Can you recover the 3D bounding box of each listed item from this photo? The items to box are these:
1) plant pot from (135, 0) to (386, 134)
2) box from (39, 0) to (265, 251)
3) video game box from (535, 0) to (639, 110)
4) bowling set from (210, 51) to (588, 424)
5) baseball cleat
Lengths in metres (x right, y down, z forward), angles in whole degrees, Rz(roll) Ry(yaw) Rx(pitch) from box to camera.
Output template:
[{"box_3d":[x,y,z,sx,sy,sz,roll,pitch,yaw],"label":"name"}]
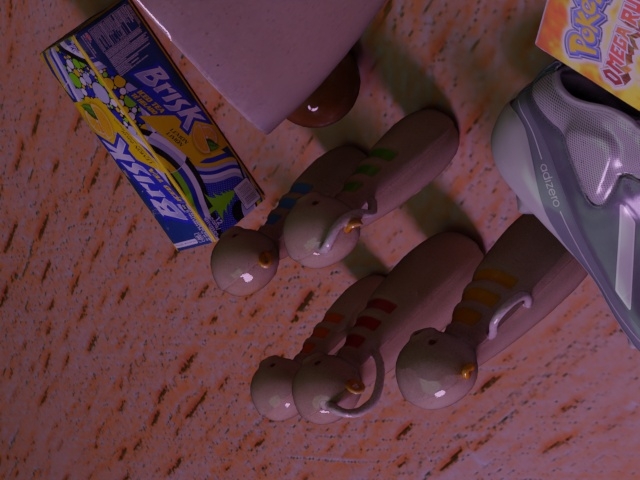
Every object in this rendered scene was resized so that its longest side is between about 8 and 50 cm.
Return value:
[{"box_3d":[-0.039,-0.211,0.630,0.284,0.191,0.284,51,-177,-4],"label":"plant pot"},{"box_3d":[-0.113,-0.077,1.063,0.169,0.054,0.059,56,149,-13],"label":"box"},{"box_3d":[0.189,-0.112,0.630,0.187,0.048,0.205,38,149,21],"label":"video game box"},{"box_3d":[0.000,0.000,0.903,0.200,0.154,0.287,51,150,-5],"label":"bowling set"},{"box_3d":[0.171,-0.002,0.761,0.206,0.072,0.109,43,144,1],"label":"baseball cleat"}]
